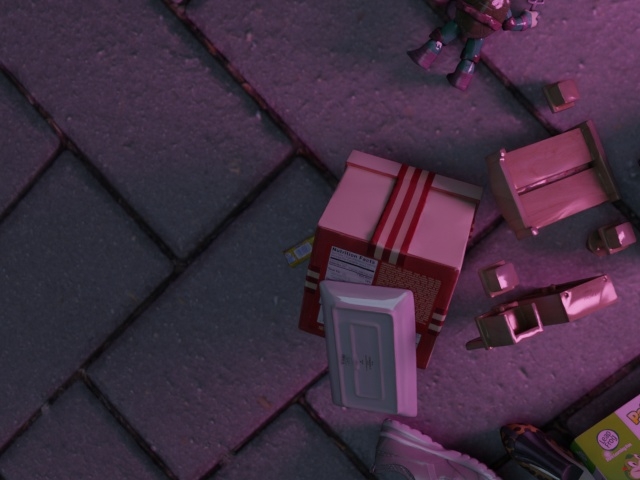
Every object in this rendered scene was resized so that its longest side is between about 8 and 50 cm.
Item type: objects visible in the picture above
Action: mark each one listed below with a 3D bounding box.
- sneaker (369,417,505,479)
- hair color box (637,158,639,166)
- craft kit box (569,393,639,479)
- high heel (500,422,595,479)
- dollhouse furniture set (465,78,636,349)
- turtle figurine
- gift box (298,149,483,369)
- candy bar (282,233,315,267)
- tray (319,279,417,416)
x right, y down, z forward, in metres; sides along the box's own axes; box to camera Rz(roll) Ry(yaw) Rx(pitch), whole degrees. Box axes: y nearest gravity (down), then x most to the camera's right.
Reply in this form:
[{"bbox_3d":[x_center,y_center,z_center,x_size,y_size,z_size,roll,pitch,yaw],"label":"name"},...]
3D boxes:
[{"bbox_3d":[0.220,0.424,1.431,0.281,0.105,0.115,23,80,21],"label":"sneaker"},{"bbox_3d":[0.682,-0.118,1.214,0.339,0.110,0.185,-28,93,17],"label":"hair color box"},{"bbox_3d":[0.567,0.348,1.255,0.250,0.061,0.246,-32,59,-9],"label":"craft kit box"},{"bbox_3d":[0.429,0.413,1.415,0.093,0.186,0.261,-49,119,-7],"label":"high heel"},{"bbox_3d":[0.304,-0.038,1.289,0.303,0.174,0.355,-18,86,-26],"label":"dollhouse furniture set"},{"bbox_3d":[0.249,-0.365,1.286,0.175,0.118,0.234,36,113,6],"label":"turtle figurine"},{"bbox_3d":[0.102,0.030,1.317,0.255,0.258,0.276,21,131,5],"label":"gift box"},{"bbox_3d":[0.000,0.000,1.467,0.161,0.018,0.040,-31,94,18],"label":"candy bar"},{"bbox_3d":[0.074,0.180,1.254,0.145,0.030,0.270,6,128,17],"label":"tray"}]
